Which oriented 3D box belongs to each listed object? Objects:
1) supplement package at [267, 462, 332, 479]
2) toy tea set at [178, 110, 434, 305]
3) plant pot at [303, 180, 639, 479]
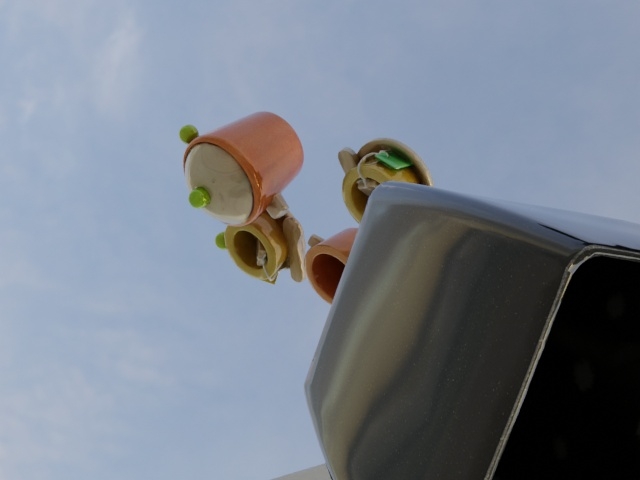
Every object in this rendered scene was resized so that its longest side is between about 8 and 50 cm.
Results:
[{"bbox_3d":[-0.052,0.265,0.834,0.139,0.244,0.134,92,-21,-55],"label":"supplement package"},{"bbox_3d":[0.000,0.000,1.080,0.336,0.124,0.200,16,-50,36],"label":"toy tea set"},{"bbox_3d":[0.099,0.063,0.576,0.167,0.187,0.188,38,-65,48],"label":"plant pot"}]
